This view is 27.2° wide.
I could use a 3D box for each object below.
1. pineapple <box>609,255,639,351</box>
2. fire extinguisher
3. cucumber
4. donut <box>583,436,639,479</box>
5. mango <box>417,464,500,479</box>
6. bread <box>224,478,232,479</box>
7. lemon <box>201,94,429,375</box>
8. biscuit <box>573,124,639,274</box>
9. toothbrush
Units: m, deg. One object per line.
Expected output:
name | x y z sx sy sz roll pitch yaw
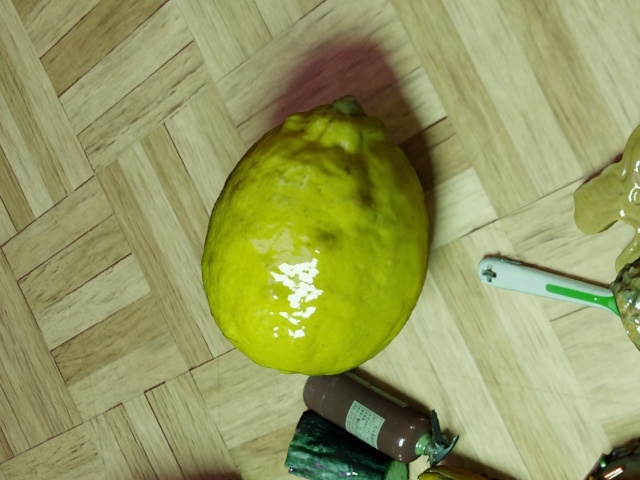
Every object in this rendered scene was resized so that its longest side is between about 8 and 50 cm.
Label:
pineapple | 0.392 0.043 1.313 0.198 0.108 0.108 -23 90 23
fire extinguisher | 0.082 0.224 1.707 0.231 0.071 0.099 26 133 35
cucumber | 0.023 0.282 1.776 0.193 0.115 0.086 20 97 33
donut | 0.385 0.348 1.454 0.270 0.103 0.269 20 122 37
mango | 0.197 0.334 1.642 0.159 0.084 0.105 35 149 37
bread | -0.173 0.522 1.997 0.370 0.191 0.314 -32 88 51
lemon | -0.001 0.007 1.572 0.316 0.285 0.285 -42 75 18
biscuit | 0.362 -0.052 1.363 0.144 0.040 0.236 49 136 10
toothbrush | 0.337 0.074 1.430 0.418 0.040 0.042 14 113 40
